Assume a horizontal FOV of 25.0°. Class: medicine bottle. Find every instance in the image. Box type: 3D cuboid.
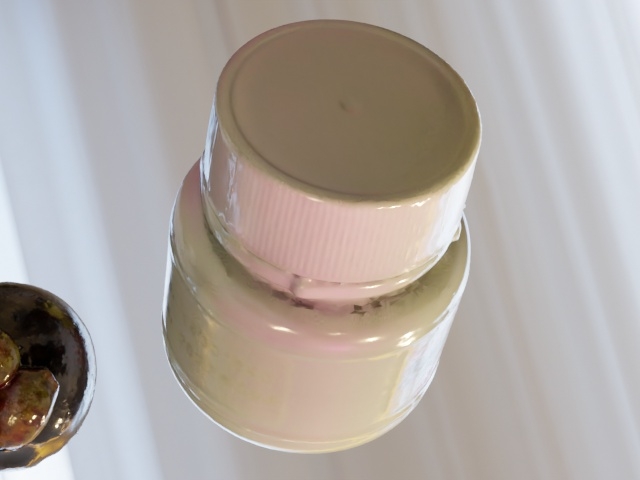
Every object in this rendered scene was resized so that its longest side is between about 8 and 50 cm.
[{"bbox_3d":[0.000,0.000,1.151,0.241,0.241,0.302,-12,143,-20],"label":"medicine bottle"}]

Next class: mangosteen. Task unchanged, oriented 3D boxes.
[{"bbox_3d":[-0.350,0.147,1.531,0.211,0.211,0.250,-16,176,10],"label":"mangosteen"}]
